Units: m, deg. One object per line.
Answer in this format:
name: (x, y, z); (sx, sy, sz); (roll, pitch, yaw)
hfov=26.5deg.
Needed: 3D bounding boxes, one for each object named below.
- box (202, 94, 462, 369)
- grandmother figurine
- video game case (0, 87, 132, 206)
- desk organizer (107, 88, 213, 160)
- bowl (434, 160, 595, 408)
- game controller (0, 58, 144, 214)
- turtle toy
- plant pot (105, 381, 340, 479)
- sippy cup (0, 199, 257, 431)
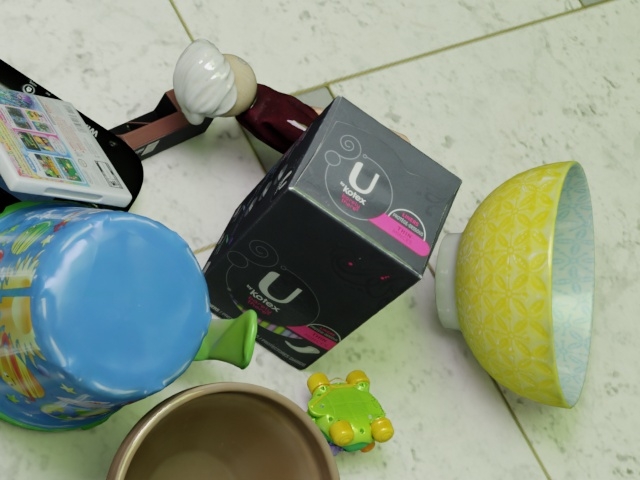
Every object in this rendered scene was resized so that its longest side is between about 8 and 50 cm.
box: (0.000, 0.000, 1.447); (0.165, 0.270, 0.143); (33, 53, -9)
grandmother figurine: (-0.027, -0.131, 1.548); (0.342, 0.208, 0.104); (25, 83, -37)
video game case: (-0.279, -0.097, 1.365); (0.143, 0.019, 0.157); (8, 37, -47)
desk organizer: (-0.186, -0.133, 1.555); (0.130, 0.047, 0.050); (-29, 79, -37)
bowl: (0.224, 0.048, 1.596); (0.156, 0.289, 0.289); (2, 54, 21)
game controller: (-0.345, -0.106, 1.432); (0.319, 0.067, 0.166); (34, 66, -10)
turtle toy: (0.013, 0.196, 1.478); (0.130, 0.066, 0.095); (-1, 43, -26)
plant pot: (-0.107, 0.254, 1.298); (0.237, 0.110, 0.237); (4, 82, -29)
sippy cup: (-0.220, 0.066, 1.283); (0.305, 0.224, 0.240); (-27, 97, -28)
